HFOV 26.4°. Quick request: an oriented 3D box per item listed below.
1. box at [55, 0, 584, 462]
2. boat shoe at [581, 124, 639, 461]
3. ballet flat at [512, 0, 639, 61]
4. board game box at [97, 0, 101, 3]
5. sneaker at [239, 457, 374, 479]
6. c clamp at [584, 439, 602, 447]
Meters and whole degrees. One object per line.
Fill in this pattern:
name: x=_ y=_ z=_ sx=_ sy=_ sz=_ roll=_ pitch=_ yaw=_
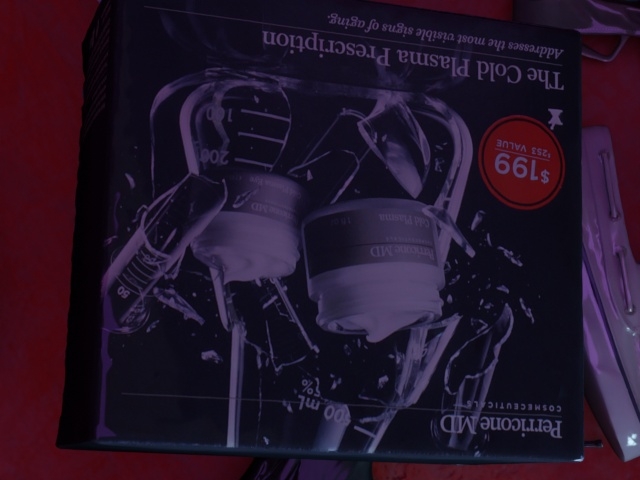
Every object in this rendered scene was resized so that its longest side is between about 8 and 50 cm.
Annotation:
box: x=0.000 y=0.000 z=0.977 sx=0.343 sy=0.179 sz=0.312 roll=4 pitch=80 yaw=-17
boat shoe: x=0.232 y=0.039 z=1.087 sx=0.088 sy=0.096 sz=0.267 roll=-17 pitch=83 yaw=1
ballet flat: x=0.261 y=-0.175 z=1.107 sx=0.213 sy=0.072 sz=0.068 roll=10 pitch=117 yaw=2
board game box: x=-0.046 y=-0.418 z=1.027 sx=0.390 sy=0.050 sz=0.390 roll=-20 pitch=112 yaw=-6
sneaker: x=-0.019 y=0.224 z=1.083 sx=0.130 sy=0.109 sz=0.286 roll=30 pitch=91 yaw=-2
c clamp: x=0.150 y=0.101 z=1.122 sx=0.137 sy=0.022 sz=0.160 roll=-10 pitch=91 yaw=6
